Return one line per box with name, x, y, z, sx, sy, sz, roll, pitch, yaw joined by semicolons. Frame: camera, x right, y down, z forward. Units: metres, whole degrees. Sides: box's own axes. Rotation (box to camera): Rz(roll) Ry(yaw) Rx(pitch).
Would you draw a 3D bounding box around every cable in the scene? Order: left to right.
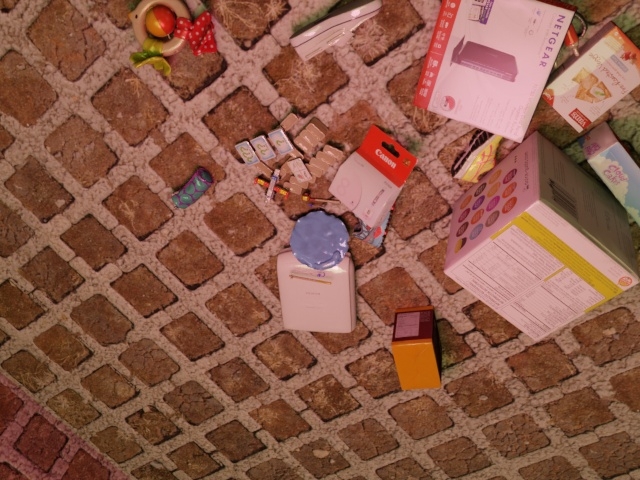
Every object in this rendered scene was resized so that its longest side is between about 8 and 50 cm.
cable;0.553;-0.564;1.532;0.140;0.072;0.287;-15;118;23

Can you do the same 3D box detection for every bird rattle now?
bird rattle;-0.411;-0.564;1.711;0.254;0.143;0.206;-26;97;21

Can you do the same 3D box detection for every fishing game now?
fishing game;0.000;0.000;1.965;0.189;0.041;0.263;5;88;11

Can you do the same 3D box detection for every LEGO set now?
LEGO set;-0.132;-0.199;1.897;0.183;0.060;0.244;-14;122;32

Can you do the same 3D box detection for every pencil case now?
pencil case;-0.402;-0.161;1.992;0.152;0.064;0.070;-37;133;28

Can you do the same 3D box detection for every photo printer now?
photo printer;-0.012;0.154;2.080;0.256;0.107;0.307;3;122;10

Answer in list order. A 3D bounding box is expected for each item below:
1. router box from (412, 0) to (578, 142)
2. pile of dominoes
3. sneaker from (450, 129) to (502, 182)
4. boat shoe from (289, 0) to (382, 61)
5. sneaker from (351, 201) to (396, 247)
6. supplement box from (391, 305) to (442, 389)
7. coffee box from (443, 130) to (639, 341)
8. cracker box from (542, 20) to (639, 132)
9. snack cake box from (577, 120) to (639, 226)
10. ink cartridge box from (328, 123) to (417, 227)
router box;0.421;-0.453;1.581;0.301;0.082;0.335;23;124;15
pile of dominoes;-0.071;-0.257;1.893;0.196;0.040;0.251;40;129;-14
sneaker;0.455;-0.243;1.760;0.094;0.081;0.208;25;128;-17
boat shoe;0.048;-0.541;1.643;0.268;0.096;0.088;-20;119;24
sneaker;0.155;-0.095;1.893;0.125;0.104;0.261;16;123;5
supplement box;0.318;0.349;2.080;0.129;0.194;0.191;-7;120;16
coffee box;0.574;-0.008;1.698;0.338;0.337;0.334;36;130;-11
cracker box;0.691;-0.408;1.605;0.156;0.067;0.232;39;122;-12
snack cake box;0.801;-0.171;1.679;0.089;0.152;0.264;-36;108;29
ink cartridge box;0.143;-0.182;1.807;0.189;0.066;0.232;44;128;26
